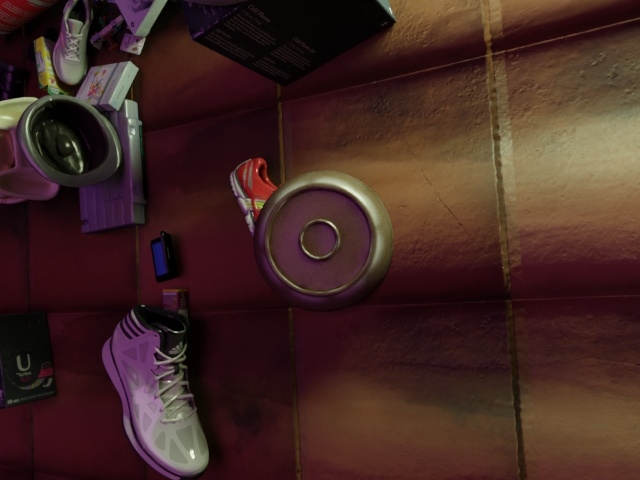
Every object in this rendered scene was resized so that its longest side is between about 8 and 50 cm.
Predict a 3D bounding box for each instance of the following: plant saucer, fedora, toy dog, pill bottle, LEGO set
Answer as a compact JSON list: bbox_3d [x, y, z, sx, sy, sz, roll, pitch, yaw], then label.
[{"bbox_3d":[0.000,0.000,1.163,0.310,0.050,0.311,0,87,9],"label":"plant saucer"},{"bbox_3d":[-0.688,-0.255,1.473,0.275,0.243,0.124,55,147,-5],"label":"fedora"},{"bbox_3d":[-0.985,-0.220,1.589,0.407,0.395,0.285,-3,102,53],"label":"toy dog"},{"bbox_3d":[-0.983,-0.792,1.680,0.407,0.229,0.229,-17,81,27],"label":"pill bottle"},{"bbox_3d":[-0.575,-0.638,1.569,0.244,0.060,0.183,19,90,22],"label":"LEGO set"}]

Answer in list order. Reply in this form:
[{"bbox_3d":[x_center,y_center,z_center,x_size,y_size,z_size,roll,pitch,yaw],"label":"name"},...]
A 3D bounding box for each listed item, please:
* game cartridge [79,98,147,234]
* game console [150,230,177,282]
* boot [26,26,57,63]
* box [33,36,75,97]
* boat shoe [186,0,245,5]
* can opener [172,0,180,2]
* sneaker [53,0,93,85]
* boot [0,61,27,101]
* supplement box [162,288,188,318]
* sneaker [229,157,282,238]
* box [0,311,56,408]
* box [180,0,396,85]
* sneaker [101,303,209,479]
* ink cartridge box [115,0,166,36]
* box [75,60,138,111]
[{"bbox_3d":[-0.603,-0.207,1.552,0.230,0.068,0.355,-7,85,24],"label":"game cartridge"},{"bbox_3d":[-0.430,0.045,1.443,0.071,0.107,0.122,-12,82,-1],"label":"game console"},{"bbox_3d":[-0.898,-0.626,1.735,0.099,0.045,0.121,13,95,32],"label":"boot"},{"bbox_3d":[-0.809,-0.514,1.645,0.043,0.105,0.179,-16,81,21],"label":"box"},{"bbox_3d":[-0.143,-0.480,0.903,0.334,0.121,0.119,4,85,16],"label":"boat shoe"},{"bbox_3d":[-0.385,-0.688,1.452,0.280,0.074,0.093,28,67,25],"label":"can opener"},{"bbox_3d":[-0.728,-0.593,1.582,0.121,0.099,0.263,-166,83,-66],"label":"sneaker"},{"bbox_3d":[-1.104,-0.501,1.810,0.246,0.094,0.207,21,94,21],"label":"boot"},{"bbox_3d":[-0.384,0.169,1.427,0.054,0.043,0.083,-3,87,29],"label":"supplement box"},{"bbox_3d":[-0.115,-0.075,1.260,0.118,0.107,0.279,-33,76,14],"label":"sneaker"},{"bbox_3d":[-0.941,0.368,1.653,0.143,0.165,0.271,-17,81,27],"label":"box"},{"bbox_3d":[-0.062,-0.506,1.106,0.312,0.343,0.179,-21,80,25],"label":"box"},{"bbox_3d":[-0.386,0.351,1.321,0.448,0.169,0.257,52,127,22],"label":"sneaker"},{"bbox_3d":[-0.482,-0.704,1.431,0.224,0.045,0.223,-36,80,39],"label":"ink cartridge box"},{"bbox_3d":[-0.619,-0.436,1.541,0.186,0.038,0.145,7,70,35],"label":"box"}]
